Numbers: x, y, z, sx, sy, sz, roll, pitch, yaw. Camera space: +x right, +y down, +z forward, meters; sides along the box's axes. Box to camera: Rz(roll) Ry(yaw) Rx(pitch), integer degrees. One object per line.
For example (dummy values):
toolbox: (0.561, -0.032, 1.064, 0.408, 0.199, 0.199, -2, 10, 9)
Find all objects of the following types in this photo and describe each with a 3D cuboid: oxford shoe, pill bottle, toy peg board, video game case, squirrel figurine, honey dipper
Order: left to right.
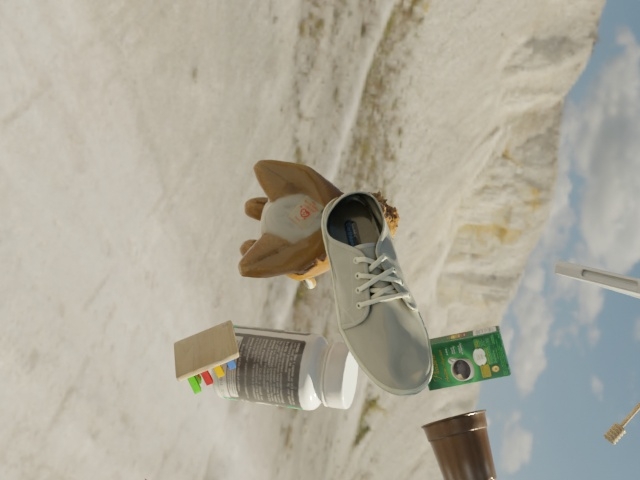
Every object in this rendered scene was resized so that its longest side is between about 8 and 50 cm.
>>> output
toy peg board: (-0.278, 0.299, 1.944, 0.161, 0.160, 0.079, -116, -175, -62)
pill bottle: (-0.092, 0.344, 2.073, 0.204, 0.360, 0.204, 5, 90, -74)
squirrel figurine: (0.000, 0.000, 1.898, 0.370, 0.396, 0.281, 88, 2, -71)
oxford shoe: (0.105, 0.092, 1.543, 0.130, 0.169, 0.450, 103, -28, -65)
honey dipper: (0.672, 0.372, 1.656, 0.160, 0.030, 0.030, -41, 164, -12)
video game case: (0.735, 0.116, 1.695, 0.300, 0.328, 0.036, 17, -88, 59)

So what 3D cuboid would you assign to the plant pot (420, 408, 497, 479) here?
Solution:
plant pot: (0.346, 0.514, 1.883, 0.167, 0.166, 0.165, 83, -6, -72)

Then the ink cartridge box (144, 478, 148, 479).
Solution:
ink cartridge box: (-0.267, 0.468, 1.404, 0.029, 0.115, 0.063, -48, 141, -9)

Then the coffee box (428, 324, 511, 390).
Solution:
coffee box: (0.314, 0.258, 1.695, 0.040, 0.184, 0.113, -64, 137, -71)
